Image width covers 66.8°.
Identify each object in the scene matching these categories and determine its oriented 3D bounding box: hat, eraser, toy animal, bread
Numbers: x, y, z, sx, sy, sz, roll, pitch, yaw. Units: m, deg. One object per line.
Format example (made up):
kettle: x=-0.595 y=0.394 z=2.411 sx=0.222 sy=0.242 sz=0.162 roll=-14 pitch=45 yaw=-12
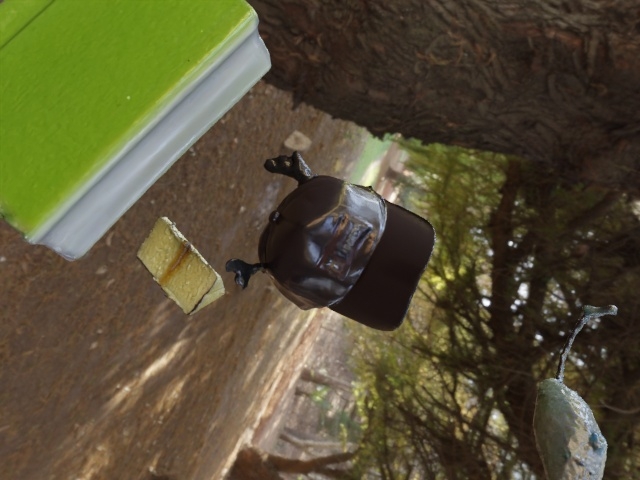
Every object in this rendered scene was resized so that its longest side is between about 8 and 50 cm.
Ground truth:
hat: x=-0.005 y=-0.004 z=0.739 sx=0.336 sy=0.209 sz=0.238 roll=19 pitch=-96 yaw=54
eraser: x=-0.210 y=-0.150 z=0.450 sx=0.274 sy=0.210 sz=0.092 roll=-45 pitch=168 yaw=-4
toy animal: x=0.311 y=0.191 z=0.600 sx=0.070 sy=0.079 sz=0.252 roll=75 pitch=34 yaw=-46
bread: x=-0.400 y=0.077 z=1.409 sx=0.178 sy=0.266 sz=0.142 roll=-46 pitch=163 yaw=6

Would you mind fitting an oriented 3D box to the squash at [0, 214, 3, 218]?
squash: x=-0.431 y=-0.133 z=0.722 sx=0.069 sy=0.069 sz=0.238 roll=104 pitch=-5 yaw=-56
